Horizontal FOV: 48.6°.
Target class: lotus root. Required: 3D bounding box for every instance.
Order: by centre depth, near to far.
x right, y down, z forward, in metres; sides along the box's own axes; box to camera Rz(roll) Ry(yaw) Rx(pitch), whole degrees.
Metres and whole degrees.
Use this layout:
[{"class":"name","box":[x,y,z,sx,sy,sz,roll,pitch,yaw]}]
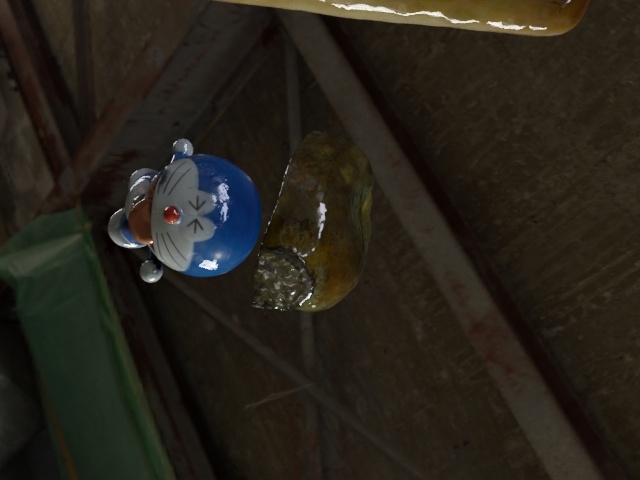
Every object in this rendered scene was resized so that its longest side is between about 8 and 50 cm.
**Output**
[{"class":"lotus root","box":[-0.002,-0.006,1.117,0.149,0.260,0.267,12,-64,10]}]

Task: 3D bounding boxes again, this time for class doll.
[{"class":"doll","box":[-0.195,-0.044,0.972,0.257,0.161,0.215,4,-101,44]}]

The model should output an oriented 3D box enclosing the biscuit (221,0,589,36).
[{"class":"biscuit","box":[0.045,-0.259,0.445,0.291,0.062,0.236,4,-77,-3]}]
